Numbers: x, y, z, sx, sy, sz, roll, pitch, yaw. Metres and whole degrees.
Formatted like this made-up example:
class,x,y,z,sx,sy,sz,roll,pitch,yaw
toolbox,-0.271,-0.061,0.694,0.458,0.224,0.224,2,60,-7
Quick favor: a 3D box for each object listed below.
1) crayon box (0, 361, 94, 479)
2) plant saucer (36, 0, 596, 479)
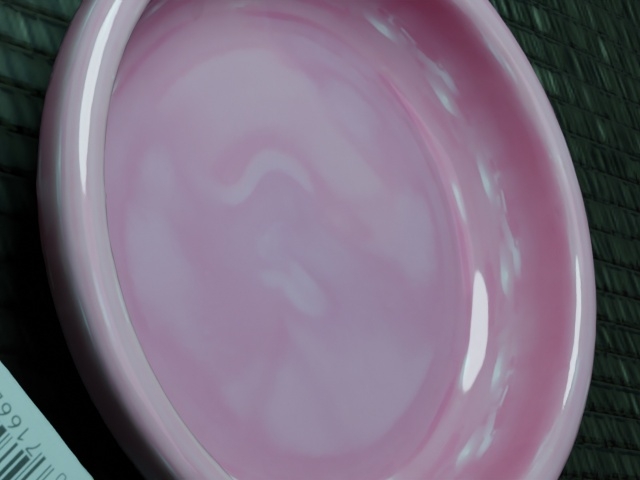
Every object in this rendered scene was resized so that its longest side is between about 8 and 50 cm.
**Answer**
class,x,y,z,sx,sy,sz,roll,pitch,yaw
crayon box,-0.194,0.176,0.466,0.202,0.081,0.318,56,47,-15
plant saucer,0.000,0.000,0.701,0.332,0.084,0.332,14,69,-39
